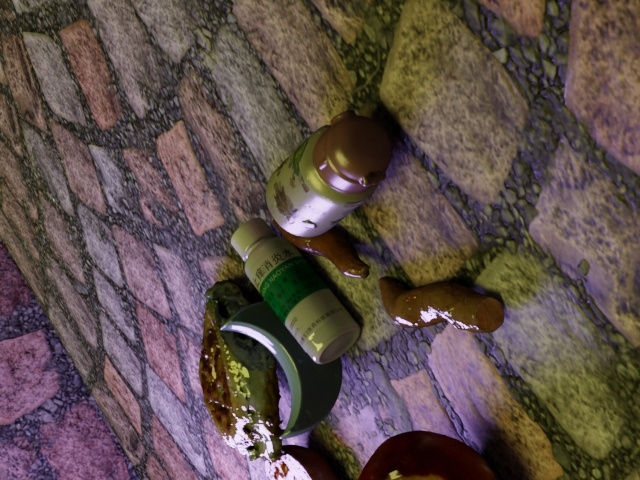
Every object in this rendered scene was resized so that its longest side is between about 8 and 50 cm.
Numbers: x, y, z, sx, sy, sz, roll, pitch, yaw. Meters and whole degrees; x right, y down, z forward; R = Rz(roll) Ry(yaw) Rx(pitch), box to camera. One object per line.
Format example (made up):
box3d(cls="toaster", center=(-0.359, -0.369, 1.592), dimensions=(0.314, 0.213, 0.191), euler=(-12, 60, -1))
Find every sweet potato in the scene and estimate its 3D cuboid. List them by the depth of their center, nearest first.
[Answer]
box3d(cls="sweet potato", center=(0.144, 0.088, 1.685), dimensions=(0.281, 0.059, 0.067), euler=(-3, 103, 61))
box3d(cls="sweet potato", center=(0.000, -0.001, 1.873), dimensions=(0.264, 0.057, 0.057), euler=(27, 137, 51))

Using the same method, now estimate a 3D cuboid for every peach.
box3d(cls="peach", center=(0.146, 0.387, 1.762), dimensions=(0.245, 0.249, 0.274), euler=(-114, 22, -55))

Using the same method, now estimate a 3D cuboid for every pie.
box3d(cls="pie", center=(-0.155, 0.239, 2.291), dimensions=(0.288, 0.103, 0.354), euler=(106, 144, -54))

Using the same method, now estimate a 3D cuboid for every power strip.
box3d(cls="power strip", center=(-0.055, 0.187, 2.027), dimensions=(0.253, 0.167, 0.054), euler=(63, 148, 9))

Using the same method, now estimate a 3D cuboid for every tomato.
box3d(cls="tomato", center=(-0.015, 0.470, 2.320), dimensions=(0.225, 0.085, 0.225), euler=(44, 146, 41))

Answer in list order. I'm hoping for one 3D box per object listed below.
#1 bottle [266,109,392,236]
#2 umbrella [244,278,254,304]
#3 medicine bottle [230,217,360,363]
box3d(cls="bottle", center=(0.017, -0.093, 1.684), dimensions=(0.120, 0.120, 0.253), euler=(61, 153, 5))
box3d(cls="umbrella", center=(-0.126, 0.096, 2.245), dimensions=(0.149, 0.022, 0.022), euler=(93, -177, -47))
box3d(cls="medicine bottle", center=(-0.045, 0.076, 1.989), dimensions=(0.260, 0.095, 0.095), euler=(50, 152, 26))
